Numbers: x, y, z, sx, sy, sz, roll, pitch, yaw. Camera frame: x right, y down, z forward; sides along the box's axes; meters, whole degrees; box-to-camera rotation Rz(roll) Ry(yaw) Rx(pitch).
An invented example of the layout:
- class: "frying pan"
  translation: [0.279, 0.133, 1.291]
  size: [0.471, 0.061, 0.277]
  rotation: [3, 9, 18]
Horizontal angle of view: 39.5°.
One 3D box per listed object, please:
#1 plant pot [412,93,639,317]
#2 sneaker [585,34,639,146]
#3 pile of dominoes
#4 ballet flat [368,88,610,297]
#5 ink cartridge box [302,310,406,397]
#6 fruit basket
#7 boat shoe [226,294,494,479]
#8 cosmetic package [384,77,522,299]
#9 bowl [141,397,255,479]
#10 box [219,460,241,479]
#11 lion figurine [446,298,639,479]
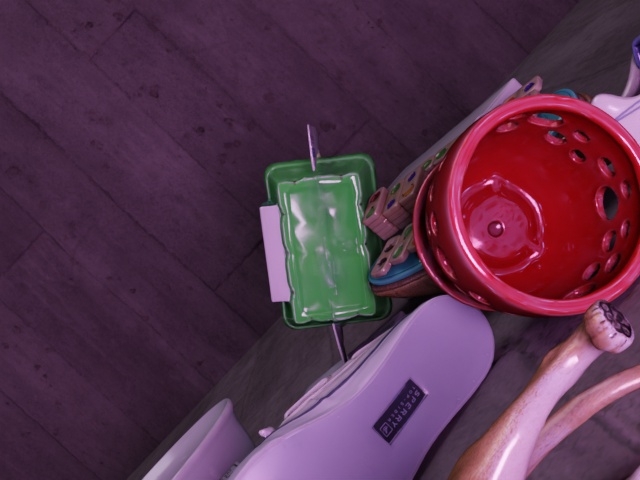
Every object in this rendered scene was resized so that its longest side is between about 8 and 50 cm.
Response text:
- class: "plant pot"
  translation: [0.187, -0.021, 0.825]
  size: [0.191, 0.191, 0.174]
  rotation: [-47, -1, -10]
- class: "sneaker"
  translation: [0.370, -0.175, 0.821]
  size: [0.297, 0.129, 0.111]
  rotation: [-46, 2, -5]
- class: "pile of dominoes"
  translation: [0.146, -0.080, 1.044]
  size: [0.251, 0.040, 0.196]
  rotation: [-38, 21, 39]
- class: "ballet flat"
  translation: [0.211, -0.024, 1.044]
  size: [0.342, 0.124, 0.116]
  rotation: [-45, 23, 18]
- class: "ink cartridge box"
  translation: [0.023, 0.219, 1.179]
  size: [0.223, 0.045, 0.224]
  rotation: [-44, 4, 34]
- class: "fruit basket"
  translation: [0.000, 0.000, 1.294]
  size: [0.165, 0.327, 0.353]
  rotation: [-8, 6, -4]
- class: "boat shoe"
  translation: [0.013, 0.197, 0.873]
  size: [0.367, 0.136, 0.156]
  rotation: [-45, 3, -28]
- class: "cosmetic package"
  translation: [0.201, -0.062, 1.330]
  size: [0.197, 0.155, 0.365]
  rotation: [-49, 5, -23]
- class: "bowl"
  translation: [-0.177, 0.366, 1.204]
  size: [0.298, 0.134, 0.298]
  rotation: [-47, 3, 4]
- class: "box"
  translation: [-0.145, 0.388, 0.983]
  size: [0.290, 0.087, 0.169]
  rotation: [-48, 4, -15]
- class: "lion figurine"
  translation: [0.077, 0.192, 0.436]
  size: [0.240, 0.142, 0.392]
  rotation: [-53, -14, 31]
